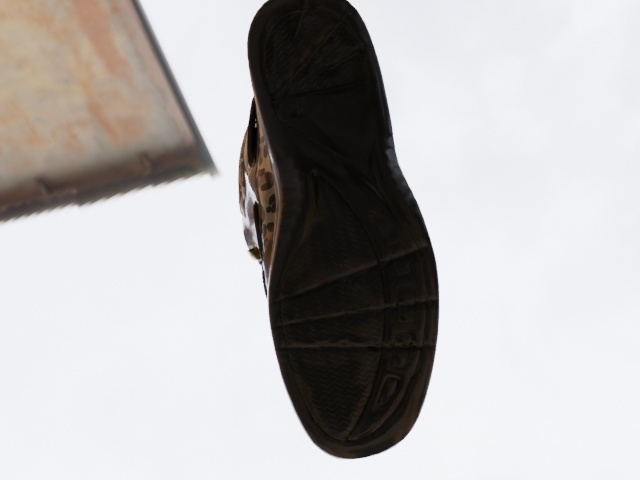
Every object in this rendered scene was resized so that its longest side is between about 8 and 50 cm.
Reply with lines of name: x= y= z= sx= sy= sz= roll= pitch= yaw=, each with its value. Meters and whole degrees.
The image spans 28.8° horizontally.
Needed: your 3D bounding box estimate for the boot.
boot: x=0.000 y=0.000 z=1.103 sx=0.138 sy=0.284 sz=0.377 roll=-11 pitch=-98 yaw=-7
